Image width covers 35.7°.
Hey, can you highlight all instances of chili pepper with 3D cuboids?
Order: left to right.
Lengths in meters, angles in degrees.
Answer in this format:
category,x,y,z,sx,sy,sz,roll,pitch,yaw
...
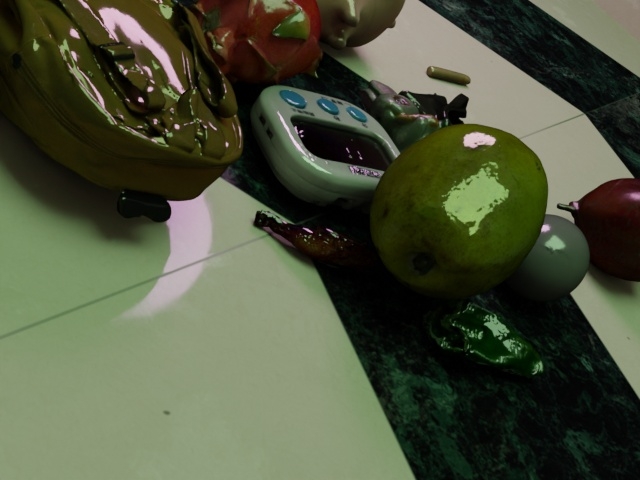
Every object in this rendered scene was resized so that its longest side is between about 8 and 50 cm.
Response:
category,x,y,z,sx,sy,sz,roll,pitch,yaw
chili pepper,0.249,0.159,1.475,0.216,0.062,0.108,24,41,-21

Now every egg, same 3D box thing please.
category,x,y,z,sx,sy,sz,roll,pitch,yaw
egg,0.381,0.028,1.685,0.146,0.146,0.199,48,27,16

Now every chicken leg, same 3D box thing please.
category,x,y,z,sx,sy,sz,roll,pitch,yaw
chicken leg,0.004,0.003,1.446,0.205,0.053,0.093,24,11,-33

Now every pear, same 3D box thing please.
category,x,y,z,sx,sy,sz,roll,pitch,yaw
pear,0.203,-0.039,1.457,0.253,0.253,0.307,37,40,-1

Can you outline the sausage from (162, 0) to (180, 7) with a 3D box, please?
category,x,y,z,sx,sy,sz,roll,pitch,yaw
sausage,-0.329,-0.369,1.519,0.317,0.125,0.117,-10,92,-49

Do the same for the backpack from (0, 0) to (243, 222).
category,x,y,z,sx,sy,sz,roll,pitch,yaw
backpack,-0.273,-0.198,1.288,0.354,0.201,0.378,7,40,-40

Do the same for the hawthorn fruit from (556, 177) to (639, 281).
category,x,y,z,sx,sy,sz,roll,pitch,yaw
hawthorn fruit,0.582,-0.035,1.931,0.248,0.208,0.208,25,26,26

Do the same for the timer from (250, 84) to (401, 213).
category,x,y,z,sx,sy,sz,roll,pitch,yaw
timer,0.014,-0.143,1.603,0.262,0.087,0.237,8,42,-38

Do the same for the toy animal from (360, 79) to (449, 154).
category,x,y,z,sx,sy,sz,roll,pitch,yaw
toy animal,0.138,-0.193,1.737,0.127,0.125,0.251,-28,67,-23

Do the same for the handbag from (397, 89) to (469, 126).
category,x,y,z,sx,sy,sz,roll,pitch,yaw
handbag,0.273,-0.177,1.883,0.285,0.113,0.257,45,26,12

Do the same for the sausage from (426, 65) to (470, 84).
category,x,y,z,sx,sy,sz,roll,pitch,yaw
sausage,0.288,-0.366,2.210,0.132,0.024,0.024,5,45,-39

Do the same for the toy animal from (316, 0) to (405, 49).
category,x,y,z,sx,sy,sz,roll,pitch,yaw
toy animal,0.012,-0.482,1.938,0.326,0.237,0.269,15,50,-28

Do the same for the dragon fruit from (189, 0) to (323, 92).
category,x,y,z,sx,sy,sz,roll,pitch,yaw
dragon fruit,-0.114,-0.346,1.633,0.227,0.224,0.224,-1,48,-33
